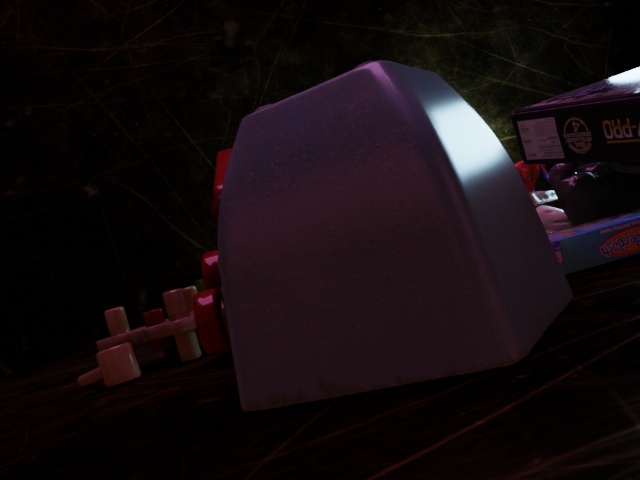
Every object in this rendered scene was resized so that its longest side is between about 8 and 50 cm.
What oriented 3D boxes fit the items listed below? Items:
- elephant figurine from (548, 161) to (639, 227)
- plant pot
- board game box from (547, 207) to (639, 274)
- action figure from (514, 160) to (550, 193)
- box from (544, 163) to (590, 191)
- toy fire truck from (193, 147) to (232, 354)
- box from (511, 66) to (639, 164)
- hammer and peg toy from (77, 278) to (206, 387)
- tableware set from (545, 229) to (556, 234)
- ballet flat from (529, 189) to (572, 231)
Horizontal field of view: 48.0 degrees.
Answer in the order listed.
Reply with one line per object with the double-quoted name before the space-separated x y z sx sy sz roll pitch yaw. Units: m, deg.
"elephant figurine" 0.494 -0.101 1.124 0.240 0.185 0.169 -26 -19 17
"plant pot" 0.055 -0.018 0.653 0.247 0.252 0.248 -16 0 29
"board game box" 0.378 -0.004 0.940 0.211 0.047 0.160 -16 -1 3
"action figure" 0.506 -0.087 1.730 0.092 0.139 0.280 -12 -44 -7
"box" 0.631 -0.176 1.702 0.185 0.261 0.103 -16 -1 -10
"toy fire truck" -0.121 0.017 1.117 0.170 0.253 0.302 -13 28 3
"box" 0.503 -0.192 0.953 0.318 0.097 0.395 -23 12 -20
"hammer and peg toy" -0.285 0.157 1.307 0.266 0.127 0.361 -17 -1 41
"tableware set" 0.295 0.030 1.159 0.194 0.039 0.128 -19 8 -7
"ballet flat" 0.439 -0.033 1.299 0.343 0.116 0.124 -12 16 -30
